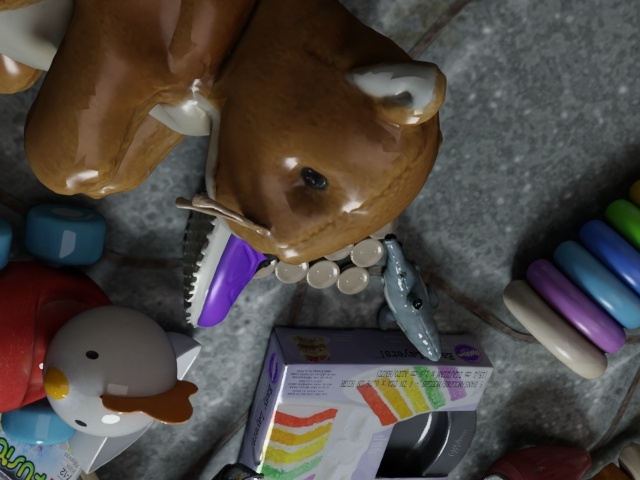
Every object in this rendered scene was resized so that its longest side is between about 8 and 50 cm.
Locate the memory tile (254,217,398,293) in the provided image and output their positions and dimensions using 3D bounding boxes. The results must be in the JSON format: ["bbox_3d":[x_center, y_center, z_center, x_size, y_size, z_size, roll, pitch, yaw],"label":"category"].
[{"bbox_3d":[0.000,0.000,1.116,0.148,0.012,0.113,12,119,-25],"label":"memory tile"}]

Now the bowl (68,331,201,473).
[{"bbox_3d":[-0.194,0.154,1.097,0.053,0.142,0.142,39,112,10],"label":"bowl"}]

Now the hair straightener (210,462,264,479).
[{"bbox_3d":[-0.139,0.331,1.222,0.047,0.089,0.230,34,121,-22],"label":"hair straightener"}]

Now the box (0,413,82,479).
[{"bbox_3d":[-0.307,0.171,1.069,0.036,0.114,0.207,0,140,36],"label":"box"}]

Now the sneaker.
[{"bbox_3d":[-0.035,-0.028,1.015,0.146,0.102,0.293,14,119,-18],"label":"sneaker"}]

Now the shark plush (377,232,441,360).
[{"bbox_3d":[0.102,0.054,1.154,0.073,0.067,0.161,-13,127,-10],"label":"shark plush"}]

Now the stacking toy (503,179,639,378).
[{"bbox_3d":[0.356,-0.010,1.169,0.141,0.141,0.330,35,102,-35],"label":"stacking toy"}]

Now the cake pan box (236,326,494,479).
[{"bbox_3d":[0.047,0.217,1.251,0.267,0.070,0.245,4,124,-22],"label":"cake pan box"}]

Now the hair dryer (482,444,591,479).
[{"bbox_3d":[0.217,0.330,1.383,0.294,0.080,0.223,-23,165,-8],"label":"hair dryer"}]

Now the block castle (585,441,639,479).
[{"bbox_3d":[0.355,0.511,1.444,0.453,0.213,0.303,-36,135,3],"label":"block castle"}]

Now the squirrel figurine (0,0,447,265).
[{"bbox_3d":[-0.055,-0.188,0.738,0.397,0.371,0.281,-57,169,-7],"label":"squirrel figurine"}]

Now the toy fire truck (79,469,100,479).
[{"bbox_3d":[-0.254,0.378,1.208,0.159,0.217,0.246,23,72,-31],"label":"toy fire truck"}]

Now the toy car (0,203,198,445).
[{"bbox_3d":[-0.216,0.104,0.919,0.210,0.238,0.219,-6,110,-54],"label":"toy car"}]
